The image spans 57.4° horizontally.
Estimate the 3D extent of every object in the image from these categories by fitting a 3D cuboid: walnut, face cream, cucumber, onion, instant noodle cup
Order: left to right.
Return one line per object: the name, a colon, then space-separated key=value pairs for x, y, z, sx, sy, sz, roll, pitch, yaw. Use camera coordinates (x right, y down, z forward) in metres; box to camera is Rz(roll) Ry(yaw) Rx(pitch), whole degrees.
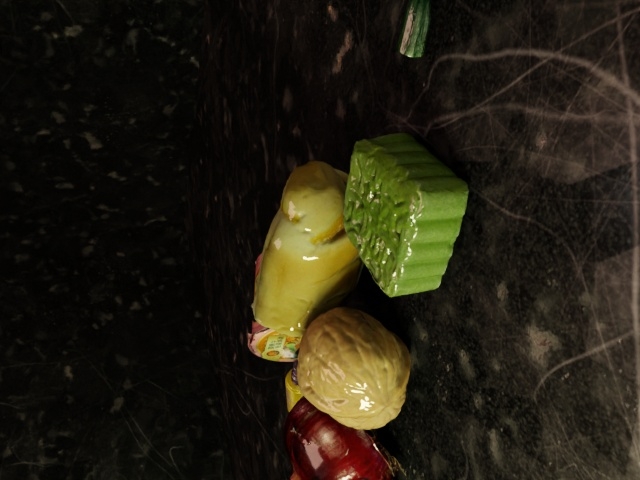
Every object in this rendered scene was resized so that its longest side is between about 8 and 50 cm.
instant noodle cup: x=-0.080 y=0.156 z=1.523 sx=0.244 sy=0.243 sz=0.255 roll=112 pitch=154 yaw=-52
face cream: x=-0.058 y=0.409 z=1.630 sx=0.274 sy=0.078 sz=0.078 roll=91 pitch=162 yaw=-52
onion: x=0.026 y=0.477 z=1.254 sx=0.314 sy=0.232 sz=0.314 roll=56 pitch=163 yaw=26
walnut: x=0.066 y=0.246 z=1.139 sx=0.261 sy=0.224 sz=0.225 roll=-138 pitch=46 yaw=-58
cucumber: x=0.160 y=-0.361 z=0.967 sx=0.048 sy=0.048 sz=0.105 roll=-127 pitch=41 yaw=-54

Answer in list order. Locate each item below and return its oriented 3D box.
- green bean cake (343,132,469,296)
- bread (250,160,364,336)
green bean cake: x=0.132 y=-0.052 z=1.009 sx=0.248 sy=0.124 sz=0.222 roll=-119 pitch=31 yaw=-47
bread: x=0.000 y=0.000 z=1.253 sx=0.301 sy=0.210 sz=0.342 roll=-67 pitch=-7 yaw=-59
